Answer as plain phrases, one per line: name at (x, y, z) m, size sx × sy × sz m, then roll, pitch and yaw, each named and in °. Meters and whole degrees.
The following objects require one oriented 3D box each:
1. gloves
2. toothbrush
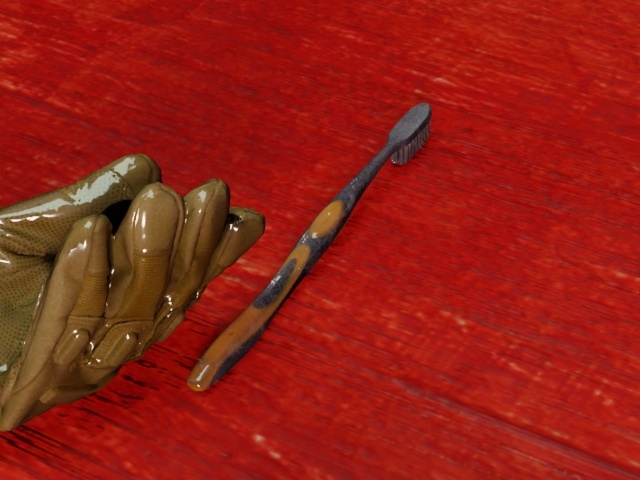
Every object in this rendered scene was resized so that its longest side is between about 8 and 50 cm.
gloves at (-0.191, 0.042, 1.005) m, size 0.331 × 0.141 × 0.154 m, roll -13°, pitch 14°, yaw 7°
toothbrush at (0.000, -0.002, 1.107) m, size 0.023 × 0.031 × 0.321 m, roll 18°, pitch 47°, yaw 28°
